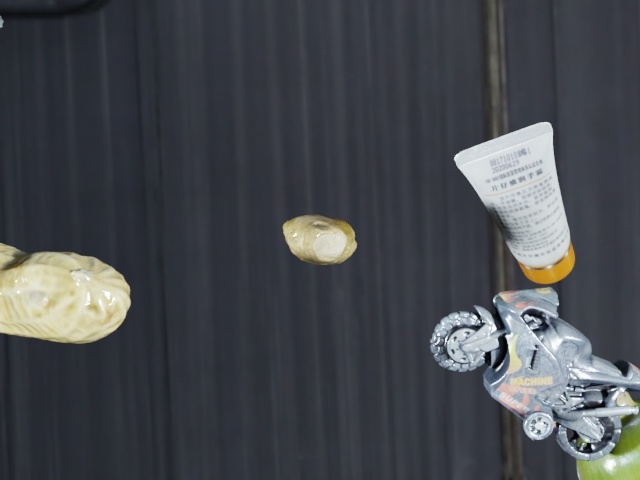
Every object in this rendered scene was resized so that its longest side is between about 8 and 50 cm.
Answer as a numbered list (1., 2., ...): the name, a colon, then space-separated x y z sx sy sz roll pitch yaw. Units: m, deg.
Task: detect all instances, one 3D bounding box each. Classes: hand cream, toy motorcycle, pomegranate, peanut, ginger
1. hand cream: 0.297 -0.049 1.667 0.140 0.089 0.314 -18 141 9
2. toy motorcycle: 0.300 0.165 1.506 0.307 0.173 0.108 34 -173 -12
3. pomegranate: 0.440 0.293 1.611 0.210 0.179 0.179 45 155 -27
4. peanut: -0.446 0.074 1.717 0.325 0.140 0.153 12 158 8
5. ginger: 0.002 -0.001 1.571 0.095 0.069 0.190 -6 177 13

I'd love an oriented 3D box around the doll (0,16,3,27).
1. doll: -0.576 -0.383 1.642 0.158 0.246 0.340 -34 -168 37
